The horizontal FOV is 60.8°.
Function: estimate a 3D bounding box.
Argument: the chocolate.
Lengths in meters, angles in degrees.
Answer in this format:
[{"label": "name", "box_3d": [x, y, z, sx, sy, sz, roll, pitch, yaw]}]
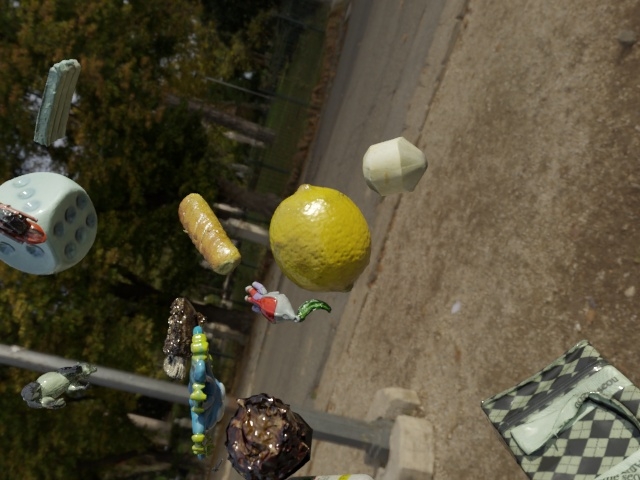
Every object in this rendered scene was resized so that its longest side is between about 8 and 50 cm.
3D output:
[{"label": "chocolate", "box_3d": [-0.138, 0.463, 1.353, 0.206, 0.224, 0.177, -84, -7, -53]}]

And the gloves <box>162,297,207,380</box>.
[{"label": "gloves", "box_3d": [-0.547, 0.380, 2.173, 0.210, 0.135, 0.312, -67, -13, -75]}]

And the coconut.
[{"label": "coconut", "box_3d": [0.270, -0.262, 1.943, 0.202, 0.222, 0.202, -11, -90, -69]}]

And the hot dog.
[{"label": "hot dog", "box_3d": [-0.260, -0.022, 1.244, 0.088, 0.061, 0.286, -48, 47, 0]}]

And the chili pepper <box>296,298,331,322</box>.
[{"label": "chili pepper", "box_3d": [-0.027, 0.205, 1.621, 0.035, 0.118, 0.055, -39, 68, 55]}]

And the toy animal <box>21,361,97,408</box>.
[{"label": "toy animal", "box_3d": [-0.789, 0.436, 1.661, 0.225, 0.121, 0.093, -32, -65, -43]}]

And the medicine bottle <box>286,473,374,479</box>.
[{"label": "medicine bottle", "box_3d": [-0.025, 0.721, 1.414, 0.208, 0.340, 0.208, 42, -138, -54]}]

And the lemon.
[{"label": "lemon", "box_3d": [-0.001, -0.001, 1.699, 0.336, 0.336, 0.335, -164, 90, -81]}]

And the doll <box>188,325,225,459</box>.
[{"label": "doll", "box_3d": [-0.311, 0.410, 1.501, 0.341, 0.099, 0.345, 105, 161, -56]}]

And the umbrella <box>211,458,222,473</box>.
[{"label": "umbrella", "box_3d": [-0.348, 0.764, 1.839, 0.148, 0.022, 0.022, 123, 150, -49]}]

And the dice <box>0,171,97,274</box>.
[{"label": "dice", "box_3d": [-0.957, -0.058, 1.874, 0.268, 0.263, 0.264, -72, -17, -45]}]

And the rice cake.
[{"label": "rice cake", "box_3d": [-0.634, -0.335, 1.319, 0.124, 0.038, 0.211, -91, 26, -66]}]

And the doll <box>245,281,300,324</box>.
[{"label": "doll", "box_3d": [-0.142, 0.191, 1.587, 0.228, 0.075, 0.102, 18, 113, 40]}]

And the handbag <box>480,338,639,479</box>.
[{"label": "handbag", "box_3d": [0.535, 0.428, 1.079, 0.317, 0.180, 0.416, -30, 31, 2]}]

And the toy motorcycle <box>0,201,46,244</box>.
[{"label": "toy motorcycle", "box_3d": [-0.909, -0.076, 1.499, 0.171, 0.298, 0.089, 81, -147, -61]}]
